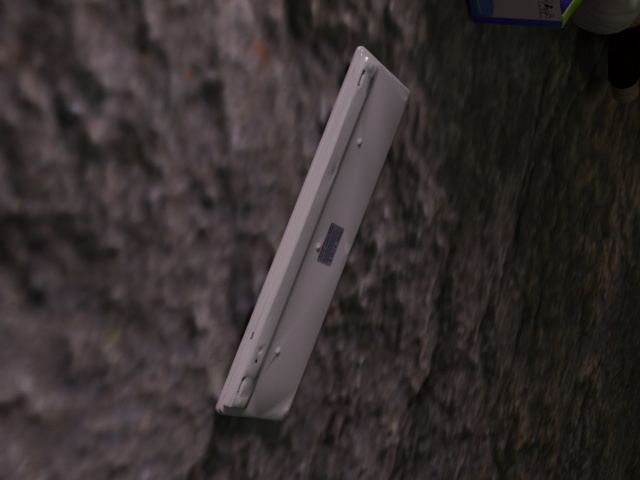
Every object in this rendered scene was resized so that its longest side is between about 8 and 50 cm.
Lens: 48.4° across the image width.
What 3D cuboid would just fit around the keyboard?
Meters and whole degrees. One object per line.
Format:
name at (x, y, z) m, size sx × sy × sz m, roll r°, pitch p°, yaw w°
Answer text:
keyboard at (0.000, 0.000, 0.484) m, size 0.072 × 0.014 × 0.255 m, roll 27°, pitch 83°, yaw -57°

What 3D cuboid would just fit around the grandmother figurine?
grandmother figurine at (0.347, -0.249, 0.744) m, size 0.342 × 0.104 × 0.207 m, roll -13°, pitch 105°, yaw -51°

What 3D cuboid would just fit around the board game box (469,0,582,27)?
board game box at (0.209, -0.362, 0.539) m, size 0.347 × 0.078 × 0.233 m, roll -52°, pitch 138°, yaw -25°
